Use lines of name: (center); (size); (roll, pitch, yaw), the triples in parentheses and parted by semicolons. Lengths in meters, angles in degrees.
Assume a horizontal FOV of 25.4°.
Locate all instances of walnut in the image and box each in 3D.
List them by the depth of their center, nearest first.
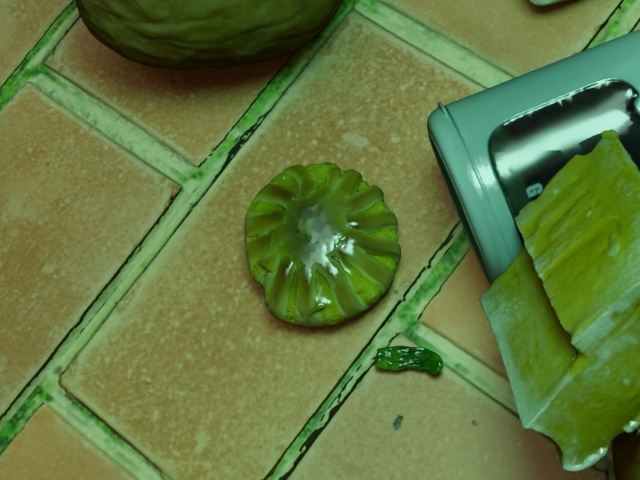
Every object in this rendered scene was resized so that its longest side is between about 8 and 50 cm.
walnut: (-0.133, -0.382, 1.827); (0.397, 0.308, 0.354); (-5, 56, 14)

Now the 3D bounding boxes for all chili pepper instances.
chili pepper: (0.106, 0.144, 1.710); (0.091, 0.034, 0.030); (6, 103, 15)

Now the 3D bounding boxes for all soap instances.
soap: (0.282, 0.057, 1.425); (0.259, 0.143, 0.281); (-52, 20, 17)

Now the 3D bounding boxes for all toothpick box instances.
toothpick box: (0.323, -0.108, 1.653); (0.354, 0.263, 0.263); (-22, 65, 4)

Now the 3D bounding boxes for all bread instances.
bread: (0.000, 0.000, 1.752); (0.213, 0.105, 0.213); (-4, 66, 10)

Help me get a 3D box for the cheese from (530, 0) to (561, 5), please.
cheese: (0.316, -0.418, 1.813); (0.198, 0.154, 0.189); (-29, 59, 2)

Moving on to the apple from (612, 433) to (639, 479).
apple: (0.492, 0.202, 1.421); (0.400, 0.333, 0.400); (-5, 67, 11)
